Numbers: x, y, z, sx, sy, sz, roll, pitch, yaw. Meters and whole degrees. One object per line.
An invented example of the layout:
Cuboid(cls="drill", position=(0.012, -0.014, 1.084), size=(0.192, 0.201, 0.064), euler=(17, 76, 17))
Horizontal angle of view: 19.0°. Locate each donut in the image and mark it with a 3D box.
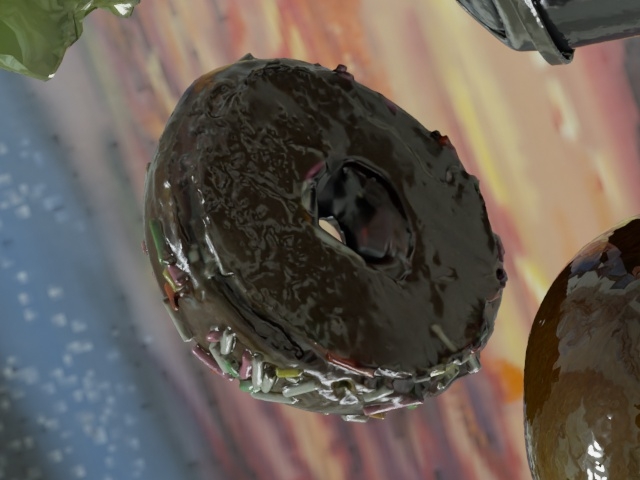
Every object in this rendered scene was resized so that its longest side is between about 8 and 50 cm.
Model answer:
Cuboid(cls="donut", position=(0.000, 0.000, 1.255), size=(0.269, 0.103, 0.270), euler=(19, -129, -25))

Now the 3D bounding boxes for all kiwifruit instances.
Cuboid(cls="kiwifruit", position=(0.199, 0.089, 0.975), size=(0.234, 0.196, 0.196), euler=(-96, -19, -67))

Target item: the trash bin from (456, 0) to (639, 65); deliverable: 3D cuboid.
Cuboid(cls="trash bin", position=(0.194, -0.222, 1.161), size=(0.209, 0.290, 0.182), euler=(50, -141, -58))

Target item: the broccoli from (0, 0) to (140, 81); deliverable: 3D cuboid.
Cuboid(cls="broccoli", position=(-0.209, -0.178, 0.682), size=(0.302, 0.186, 0.254), euler=(31, -134, -17))
